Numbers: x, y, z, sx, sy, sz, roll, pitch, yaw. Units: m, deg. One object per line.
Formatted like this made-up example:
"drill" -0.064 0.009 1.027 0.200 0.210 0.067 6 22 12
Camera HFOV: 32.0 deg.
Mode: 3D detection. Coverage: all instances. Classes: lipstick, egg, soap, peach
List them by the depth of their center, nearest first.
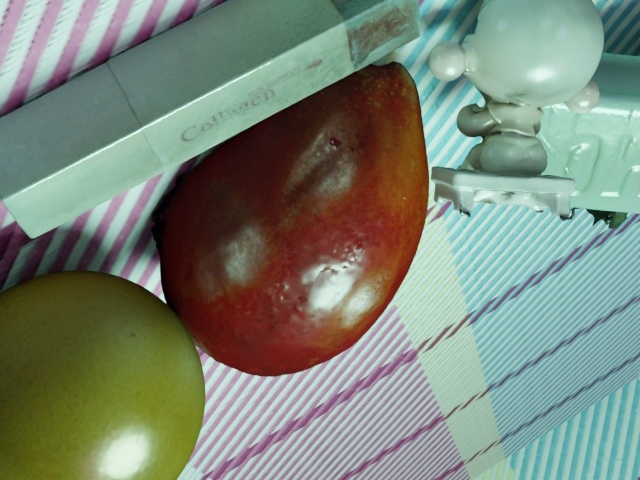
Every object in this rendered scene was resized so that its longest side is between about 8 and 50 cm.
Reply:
"lipstick" -0.096 -0.129 0.916 0.371 0.080 0.076 -29 155 -7
"egg" -0.253 0.168 1.074 0.250 0.250 0.322 1 148 -48
"peach" 0.000 0.000 1.110 0.257 0.201 0.362 6 135 -50
"soap" 0.350 -0.114 1.239 0.289 0.095 0.173 6 140 2

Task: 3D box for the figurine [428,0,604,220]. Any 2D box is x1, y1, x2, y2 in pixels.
"figurine" 0.192 -0.151 1.083 0.144 0.181 0.257 -76 174 -78

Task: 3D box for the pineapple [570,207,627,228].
"pineapple" 0.430 -0.130 1.402 0.165 0.165 0.364 -15 151 -31
